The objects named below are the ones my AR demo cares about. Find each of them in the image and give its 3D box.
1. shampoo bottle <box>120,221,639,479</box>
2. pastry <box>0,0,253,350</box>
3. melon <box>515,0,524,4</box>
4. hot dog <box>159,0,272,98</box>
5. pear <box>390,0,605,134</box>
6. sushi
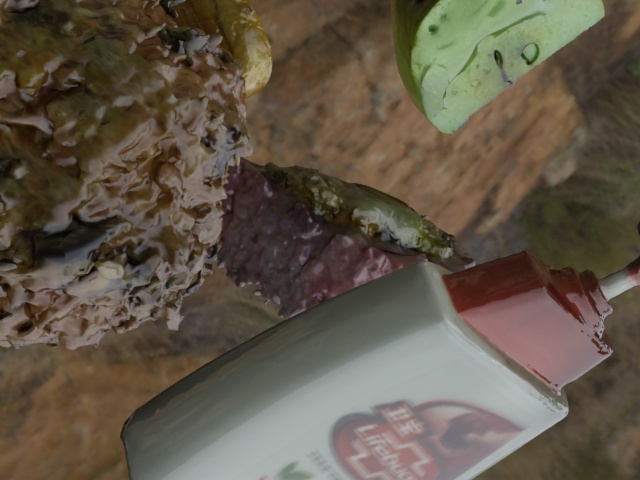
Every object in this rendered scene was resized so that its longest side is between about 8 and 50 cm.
[{"bbox_3d":[0.056,0.072,0.562,0.284,0.071,0.153,-29,130,13],"label":"shampoo bottle"},{"bbox_3d":[-0.170,-0.057,0.709,0.275,0.275,0.193,-37,140,-22],"label":"pastry"},{"bbox_3d":[0.186,-0.349,1.289,0.093,0.202,0.139,-11,-162,19],"label":"melon"},{"bbox_3d":[-0.091,-0.196,0.834,0.047,0.215,0.066,-13,156,-50],"label":"hot dog"},{"bbox_3d":[0.232,-0.387,1.869,0.342,0.238,0.318,-37,142,11],"label":"pear"},{"bbox_3d":[0.013,0.003,0.935,0.161,0.241,0.107,9,107,-53],"label":"sushi"}]
